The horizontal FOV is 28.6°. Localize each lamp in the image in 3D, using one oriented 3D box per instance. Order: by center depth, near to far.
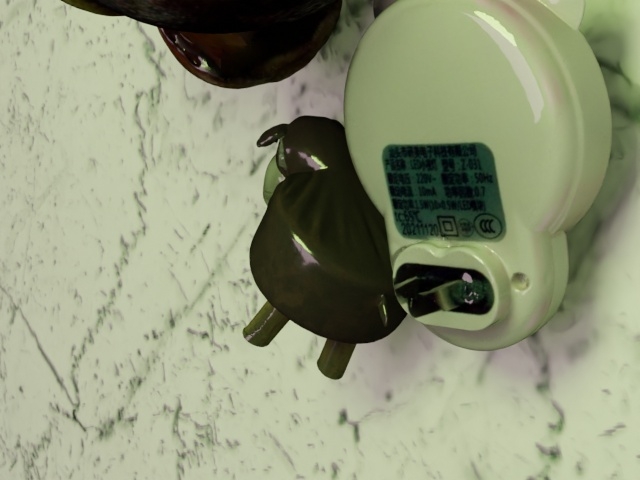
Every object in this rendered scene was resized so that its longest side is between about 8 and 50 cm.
[{"bbox_3d":[0.104,-0.054,0.793,0.179,0.108,0.246,6,104,47],"label":"lamp"}]

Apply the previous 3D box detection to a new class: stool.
[{"bbox_3d":[0.000,0.000,0.919,0.121,0.125,0.217,-59,40,37],"label":"stool"}]

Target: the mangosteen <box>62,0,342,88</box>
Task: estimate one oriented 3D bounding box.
[{"bbox_3d":[-0.093,-0.294,0.837,0.382,0.382,0.435,65,149,25],"label":"mangosteen"}]
